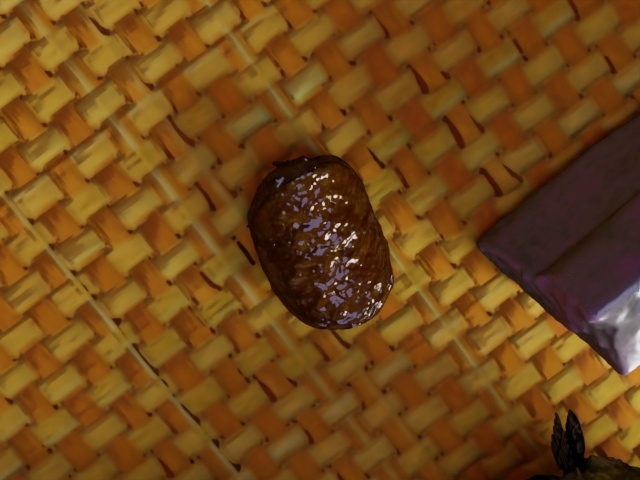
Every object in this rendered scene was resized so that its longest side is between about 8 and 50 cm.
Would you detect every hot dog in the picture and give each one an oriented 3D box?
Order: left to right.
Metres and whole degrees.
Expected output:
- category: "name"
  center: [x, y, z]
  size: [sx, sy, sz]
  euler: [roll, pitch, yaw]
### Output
- category: "hot dog"
  center: [0.000, 0.000, 0.743]
  size: [0.058, 0.035, 0.083]
  euler: [-23, 111, -4]

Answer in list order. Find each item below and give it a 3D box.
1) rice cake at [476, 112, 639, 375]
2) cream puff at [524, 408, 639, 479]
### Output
- category: "rice cake"
  center: [0.214, -0.057, 0.733]
  size: [0.298, 0.106, 0.050]
  euler: [-38, 120, 2]
- category: "cream puff"
  center: [0.139, 0.171, 0.777]
  size: [0.183, 0.183, 0.169]
  euler: [-43, 85, 4]
